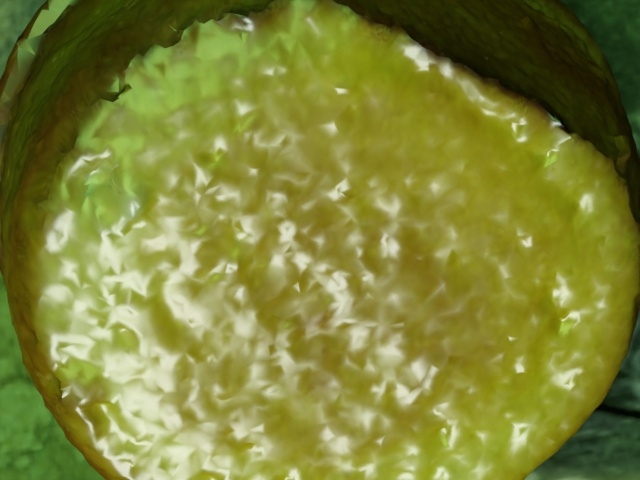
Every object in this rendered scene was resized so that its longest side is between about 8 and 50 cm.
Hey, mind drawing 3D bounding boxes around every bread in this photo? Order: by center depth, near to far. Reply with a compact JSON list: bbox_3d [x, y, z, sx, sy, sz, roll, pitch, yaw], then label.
[{"bbox_3d":[-0.006,-0.001,0.863,0.312,0.172,0.312,-1,108,-4],"label":"bread"}]
